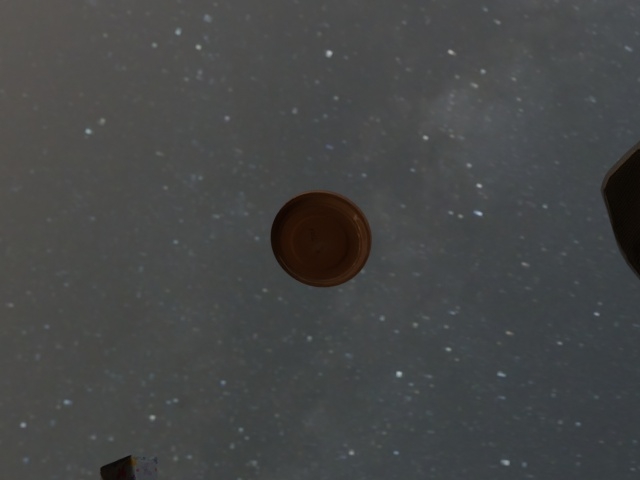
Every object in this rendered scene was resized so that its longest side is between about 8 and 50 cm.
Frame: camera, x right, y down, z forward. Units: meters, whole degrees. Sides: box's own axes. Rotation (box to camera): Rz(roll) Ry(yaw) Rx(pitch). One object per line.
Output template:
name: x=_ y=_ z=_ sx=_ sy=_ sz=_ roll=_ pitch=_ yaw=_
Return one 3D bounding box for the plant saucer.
plant saucer: x=0.000 y=0.000 z=0.889 sx=0.083 sy=0.083 sz=0.013 roll=-54 pitch=-175 yaw=21

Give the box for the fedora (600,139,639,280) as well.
fedora: x=0.309 y=-0.006 z=0.844 sx=0.124 sy=0.244 sz=0.275 roll=-39 pitch=-108 yaw=23

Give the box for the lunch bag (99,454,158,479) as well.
lunch bag: x=-0.232 y=0.300 z=1.307 sx=0.083 sy=0.053 sz=0.071 roll=-27 pitch=-120 yaw=36
